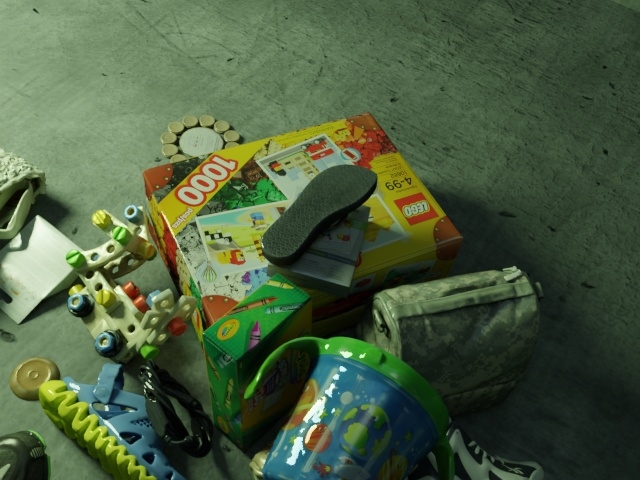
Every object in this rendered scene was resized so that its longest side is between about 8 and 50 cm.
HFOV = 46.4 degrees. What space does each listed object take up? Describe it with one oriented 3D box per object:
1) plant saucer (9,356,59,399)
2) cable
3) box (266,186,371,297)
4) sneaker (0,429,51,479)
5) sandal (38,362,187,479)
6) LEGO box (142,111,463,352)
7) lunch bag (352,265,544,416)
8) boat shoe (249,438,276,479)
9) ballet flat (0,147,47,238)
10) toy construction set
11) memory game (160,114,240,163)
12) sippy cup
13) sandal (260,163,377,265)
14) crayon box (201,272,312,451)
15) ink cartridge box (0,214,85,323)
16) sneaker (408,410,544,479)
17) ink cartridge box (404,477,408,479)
[{"bbox_3d":[-0.499,0.237,1.300,0.083,0.015,0.084,5,52,-6],"label":"plant saucer"},{"bbox_3d":[-0.239,0.273,1.242,0.047,0.150,0.184,-41,60,8],"label":"cable"},{"bbox_3d":[0.000,0.000,1.307,0.145,0.038,0.186,16,51,3],"label":"box"},{"bbox_3d":[-0.602,0.415,1.024,0.482,0.202,0.185,-27,62,-27],"label":"sneaker"},{"bbox_3d":[-0.312,0.307,1.214,0.317,0.126,0.138,39,52,18],"label":"sandal"},{"bbox_3d":[-0.046,-0.011,1.457,0.499,0.193,0.373,-18,57,-22],"label":"LEGO box"},{"bbox_3d":[0.221,0.172,1.318,0.304,0.256,0.213,-8,54,-16],"label":"lunch bag"},{"bbox_3d":[0.000,0.440,1.173,0.103,0.113,0.302,-27,51,-24],"label":"boat shoe"},{"bbox_3d":[-0.650,-0.018,1.391,0.146,0.147,0.409,19,52,5],"label":"ballet flat"},{"bbox_3d":[-0.337,0.090,1.332,0.215,0.151,0.327,-42,50,-4],"label":"toy construction set"},{"bbox_3d":[-0.272,-0.221,1.699,0.186,0.012,0.186,5,51,-6],"label":"memory game"},{"bbox_3d":[0.037,0.300,1.095,0.305,0.240,0.224,19,56,28],"label":"sippy cup"},{"bbox_3d":[-0.005,-0.047,1.293,0.254,0.055,0.097,-40,60,-22],"label":"sandal"},{"bbox_3d":[-0.099,0.205,1.222,0.081,0.279,0.165,34,54,26],"label":"crayon box"},{"bbox_3d":[-0.550,0.059,1.429,0.145,0.045,0.179,35,73,17],"label":"ink cartridge box"},{"bbox_3d":[0.256,0.354,1.261,0.234,0.094,0.153,-7,79,-3],"label":"sneaker"},{"bbox_3d":[0.110,0.424,1.202,0.056,0.099,0.135,-1,51,-9],"label":"ink cartridge box"}]
